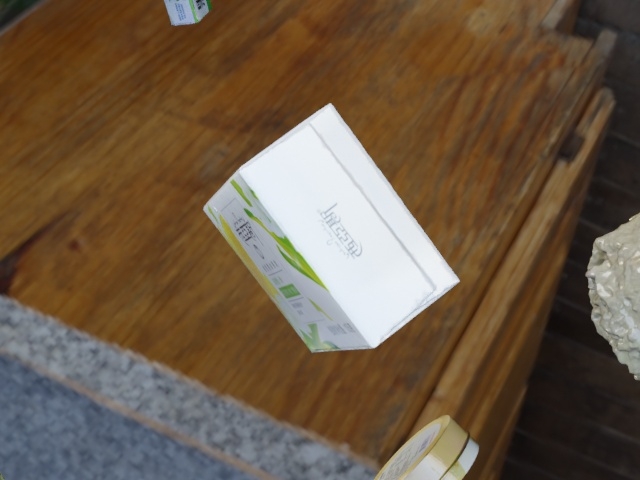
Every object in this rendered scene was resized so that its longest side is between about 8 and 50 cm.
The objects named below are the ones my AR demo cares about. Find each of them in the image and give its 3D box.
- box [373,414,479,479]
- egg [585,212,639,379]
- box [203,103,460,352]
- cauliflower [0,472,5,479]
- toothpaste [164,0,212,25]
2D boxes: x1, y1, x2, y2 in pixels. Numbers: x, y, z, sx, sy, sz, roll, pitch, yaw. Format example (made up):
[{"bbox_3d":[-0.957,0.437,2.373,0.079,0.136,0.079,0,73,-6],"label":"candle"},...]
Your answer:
[{"bbox_3d":[0.083,0.193,1.002,0.037,0.105,0.105,46,136,-1],"label":"box"},{"bbox_3d":[0.415,0.059,1.204,0.310,0.279,0.279,19,145,-30],"label":"egg"},{"bbox_3d":[0.000,0.000,1.142,0.194,0.111,0.260,53,168,-2],"label":"box"},{"bbox_3d":[-0.442,0.287,1.201,0.250,0.272,0.275,12,148,-31],"label":"cauliflower"},{"bbox_3d":[-0.166,-0.330,1.336,0.037,0.043,0.178,-4,120,22],"label":"toothpaste"}]
